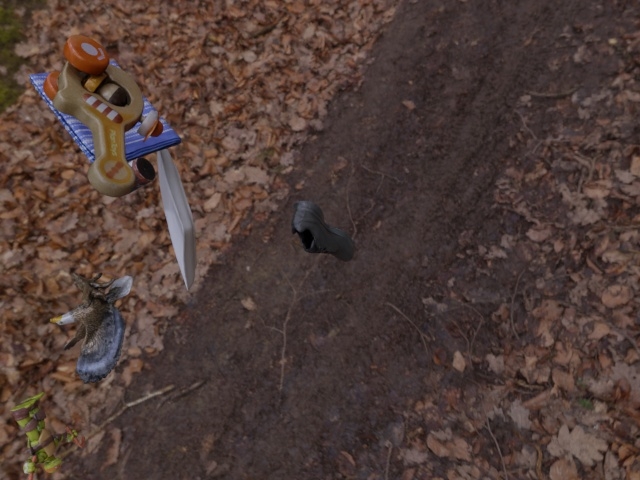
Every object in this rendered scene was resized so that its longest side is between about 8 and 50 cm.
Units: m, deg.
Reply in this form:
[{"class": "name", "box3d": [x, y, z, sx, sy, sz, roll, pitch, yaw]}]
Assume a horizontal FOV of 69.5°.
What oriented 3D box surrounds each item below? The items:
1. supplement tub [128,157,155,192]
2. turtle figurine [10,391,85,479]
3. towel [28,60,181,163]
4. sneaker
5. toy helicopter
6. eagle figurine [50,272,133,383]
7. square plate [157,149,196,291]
[{"class": "supplement tub", "box3d": [-0.749, -0.241, 1.795, 0.198, 0.106, 0.106, -22, 48, 21]}, {"class": "turtle figurine", "box3d": [-0.729, 0.518, 1.215, 0.087, 0.269, 0.217, -20, 92, 0]}, {"class": "towel", "box3d": [-0.557, -0.342, 1.211, 0.243, 0.040, 0.336, -33, 76, -39]}, {"class": "sneaker", "box3d": [0.000, 0.000, 1.479, 0.109, 0.286, 0.130, -20, 43, 40]}, {"class": "toy helicopter", "box3d": [-0.425, -0.234, 0.960, 0.140, 0.235, 0.354, -36, 57, 31]}, {"class": "eagle figurine", "box3d": [-0.704, 0.249, 1.422, 0.225, 0.298, 0.226, 6, 27, 4]}, {"class": "square plate", "box3d": [-0.440, -0.068, 1.426, 0.049, 0.347, 0.344, -14, 60, -22]}]
